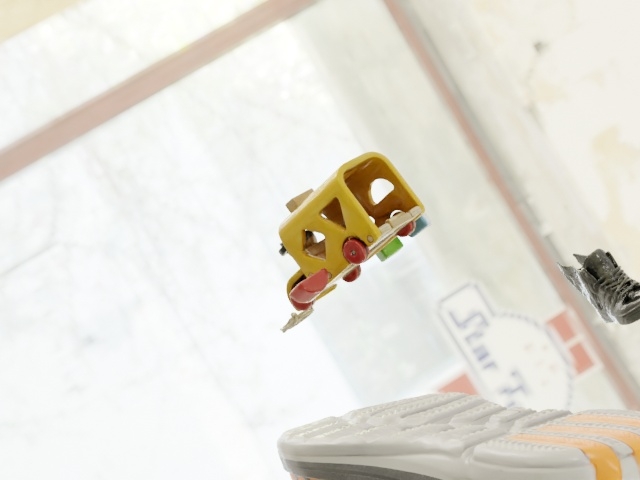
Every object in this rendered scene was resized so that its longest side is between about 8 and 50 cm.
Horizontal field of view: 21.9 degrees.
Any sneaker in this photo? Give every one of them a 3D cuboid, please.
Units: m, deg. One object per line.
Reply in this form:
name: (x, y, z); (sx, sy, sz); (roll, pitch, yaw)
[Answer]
sneaker: (0.082, 0.187, 0.940); (0.321, 0.124, 0.180); (-1, -80, 61)
sneaker: (0.337, 0.050, 1.932); (0.089, 0.051, 0.170); (59, -12, -2)

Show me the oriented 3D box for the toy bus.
toy bus: (0.010, -0.008, 1.729); (0.104, 0.202, 0.191); (54, -4, 6)
